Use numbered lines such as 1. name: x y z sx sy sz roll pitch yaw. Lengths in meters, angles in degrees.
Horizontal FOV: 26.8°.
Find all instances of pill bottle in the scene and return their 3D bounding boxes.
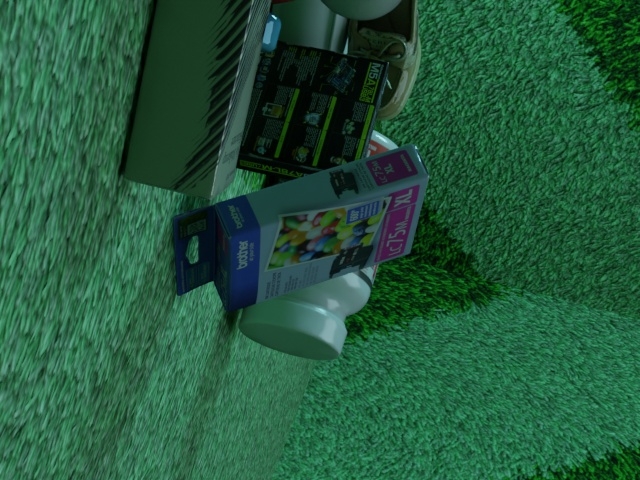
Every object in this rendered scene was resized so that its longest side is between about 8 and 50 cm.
1. pill bottle: 0.000 0.000 2.215 0.210 0.210 0.363 88 17 -70

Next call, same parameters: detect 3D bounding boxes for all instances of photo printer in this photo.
1. photo printer: 0.000 -0.333 1.895 0.256 0.107 0.307 -66 169 -55

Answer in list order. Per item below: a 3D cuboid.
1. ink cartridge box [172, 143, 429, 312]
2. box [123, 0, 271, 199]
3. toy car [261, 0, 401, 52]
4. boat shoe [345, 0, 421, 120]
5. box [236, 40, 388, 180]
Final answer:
1. ink cartridge box: -0.026 -0.006 1.658 0.186 0.311 0.065 98 -27 -57
2. box: -0.110 -0.187 1.297 0.113 0.094 0.275 -58 161 -74
3. toy car: 0.014 -0.308 1.465 0.210 0.238 0.219 18 86 -84
4. boat shoe: 0.085 -0.305 1.819 0.089 0.105 0.285 -18 113 -75
5. box: -0.021 -0.164 1.728 0.045 0.184 0.190 95 9 -60
